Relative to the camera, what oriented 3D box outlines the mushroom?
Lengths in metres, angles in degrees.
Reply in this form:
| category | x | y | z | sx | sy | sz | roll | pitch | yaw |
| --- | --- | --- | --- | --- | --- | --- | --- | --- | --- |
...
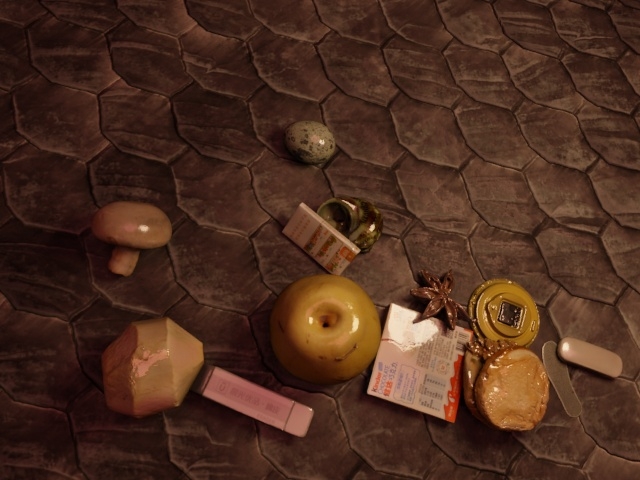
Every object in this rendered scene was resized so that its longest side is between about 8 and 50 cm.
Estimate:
| category | x | y | z | sx | sy | sz | roll | pitch | yaw |
| --- | --- | --- | --- | --- | --- | --- | --- | --- | --- |
| mushroom | -0.517 | -0.015 | 1.386 | 0.206 | 0.206 | 0.209 | 14 | 71 | -4 |

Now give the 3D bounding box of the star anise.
| category | x | y | z | sx | sy | sz | roll | pitch | yaw |
| --- | --- | --- | --- | --- | --- | --- | --- | --- | --- |
| star anise | 0.346 | 0.176 | 1.512 | 0.172 | 0.063 | 0.208 | -9 | 59 | -20 |

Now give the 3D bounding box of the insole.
| category | x | y | z | sx | sy | sz | roll | pitch | yaw |
| --- | --- | --- | --- | --- | --- | --- | --- | --- | --- |
| insole | 0.728 | 0.418 | 1.546 | 0.080 | 0.003 | 0.232 | -13 | 75 | -13 |

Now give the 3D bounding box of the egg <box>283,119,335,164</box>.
| category | x | y | z | sx | sy | sz | roll | pitch | yaw |
| --- | --- | --- | --- | --- | --- | --- | --- | --- | --- |
| egg | -0.036 | -0.308 | 1.589 | 0.172 | 0.132 | 0.132 | 25 | 70 | 12 |

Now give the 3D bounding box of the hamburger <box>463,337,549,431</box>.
| category | x | y | z | sx | sy | sz | roll | pitch | yaw |
| --- | --- | --- | --- | --- | --- | --- | --- | --- | --- |
| hamburger | 0.511 | 0.405 | 1.434 | 0.243 | 0.146 | 0.286 | -38 | 94 | -24 |

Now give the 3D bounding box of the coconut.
| category | x | y | z | sx | sy | sz | roll | pitch | yaw |
| --- | --- | --- | --- | --- | --- | --- | --- | --- | --- |
| coconut | -0.413 | 0.314 | 1.280 | 0.259 | 0.259 | 0.259 | 3 | 72 | -8 |

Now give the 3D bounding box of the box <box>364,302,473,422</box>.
| category | x | y | z | sx | sy | sz | roll | pitch | yaw |
| --- | --- | --- | --- | --- | --- | --- | --- | --- | --- |
| box | 0.286 | 0.350 | 1.474 | 0.265 | 0.048 | 0.273 | 21 | 71 | -4 |

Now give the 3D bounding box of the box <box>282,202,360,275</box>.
| category | x | y | z | sx | sy | sz | roll | pitch | yaw |
| --- | --- | --- | --- | --- | --- | --- | --- | --- | --- |
| box | 0.000 | 0.000 | 1.507 | 0.220 | 0.122 | 0.032 | 40 | 34 | 5 |

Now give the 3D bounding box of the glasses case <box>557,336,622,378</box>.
| category | x | y | z | sx | sy | sz | roll | pitch | yaw |
| --- | --- | --- | --- | --- | --- | --- | --- | --- | --- |
| glasses case | 0.820 | 0.356 | 1.555 | 0.204 | 0.051 | 0.081 | 22 | 70 | -2 |

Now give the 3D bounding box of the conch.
| category | x | y | z | sx | sy | sz | roll | pitch | yaw |
| --- | --- | --- | --- | --- | --- | --- | --- | --- | --- |
| conch | 0.095 | -0.045 | 1.536 | 0.187 | 0.124 | 0.181 | -18 | 85 | 10 |

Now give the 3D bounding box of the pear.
| category | x | y | z | sx | sy | sz | roll | pitch | yaw |
| --- | --- | --- | --- | --- | --- | --- | --- | --- | --- |
| pear | 0.012 | 0.230 | 1.345 | 0.309 | 0.309 | 0.309 | 3 | 72 | -8 |

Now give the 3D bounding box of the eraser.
| category | x | y | z | sx | sy | sz | roll | pitch | yaw |
| --- | --- | --- | --- | --- | --- | --- | --- | --- | --- |
| eraser | -0.192 | 0.424 | 1.369 | 0.352 | 0.061 | 0.089 | 23 | 71 | -2 |

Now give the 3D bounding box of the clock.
| category | x | y | z | sx | sy | sz | roll | pitch | yaw |
| --- | --- | --- | --- | --- | --- | --- | --- | --- | --- |
| clock | 0.568 | 0.225 | 1.555 | 0.237 | 0.057 | 0.237 | 3 | 73 | -9 |
